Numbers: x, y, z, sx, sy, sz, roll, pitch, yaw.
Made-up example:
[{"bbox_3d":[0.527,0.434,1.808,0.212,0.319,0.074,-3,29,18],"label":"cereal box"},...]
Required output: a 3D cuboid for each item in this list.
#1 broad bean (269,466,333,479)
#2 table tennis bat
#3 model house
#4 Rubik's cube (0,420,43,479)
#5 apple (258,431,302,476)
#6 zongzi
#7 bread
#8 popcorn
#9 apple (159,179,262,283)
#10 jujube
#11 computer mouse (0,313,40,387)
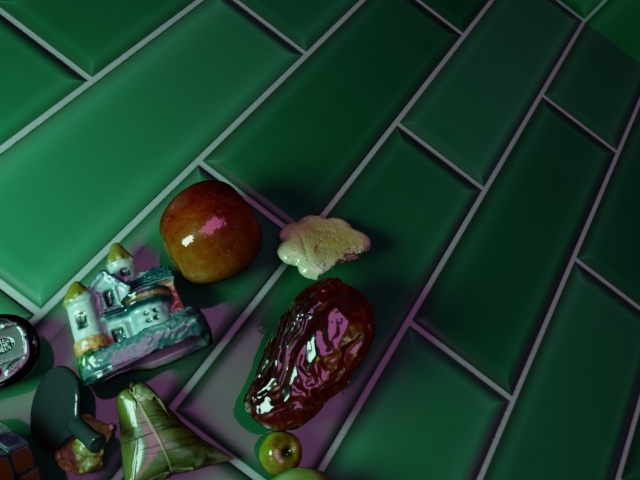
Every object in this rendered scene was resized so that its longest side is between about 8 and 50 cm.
[{"bbox_3d":[-0.057,0.583,0.955,0.238,0.119,0.290,34,68,-18],"label":"broad bean"},{"bbox_3d":[-0.461,0.317,0.910,0.027,0.237,0.150,24,82,-53],"label":"table tennis bat"},{"bbox_3d":[-0.386,0.124,1.023,0.253,0.184,0.291,-21,71,-20],"label":"model house"},{"bbox_3d":[-0.598,0.424,0.775,0.319,0.319,0.264,51,36,7],"label":"Rubik's cube"},{"bbox_3d":[-0.082,0.438,1.041,0.090,0.074,0.089,8,66,-17],"label":"apple"},{"bbox_3d":[-0.288,0.360,0.998,0.205,0.094,0.204,-6,70,-24],"label":"zongzi"},{"bbox_3d":[0.000,0.000,1.217,0.182,0.038,0.251,39,40,24],"label":"bread"},{"bbox_3d":[-0.443,0.382,0.947,0.097,0.089,0.109,-44,69,11],"label":"popcorn"},{"bbox_3d":[-0.237,-0.016,1.101,0.201,0.218,0.218,-30,80,-19],"label":"apple"},{"bbox_3d":[-0.022,0.247,1.074,0.216,0.216,0.342,39,69,1],"label":"jujube"},{"bbox_3d":[-0.644,0.226,0.939,0.234,0.096,0.137,-17,70,-19],"label":"computer mouse"}]
